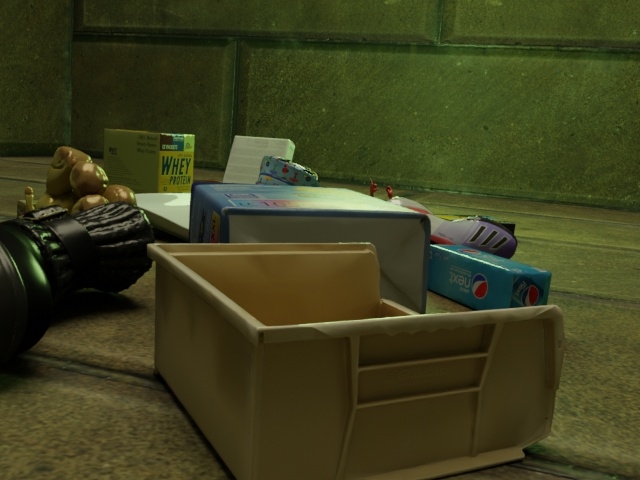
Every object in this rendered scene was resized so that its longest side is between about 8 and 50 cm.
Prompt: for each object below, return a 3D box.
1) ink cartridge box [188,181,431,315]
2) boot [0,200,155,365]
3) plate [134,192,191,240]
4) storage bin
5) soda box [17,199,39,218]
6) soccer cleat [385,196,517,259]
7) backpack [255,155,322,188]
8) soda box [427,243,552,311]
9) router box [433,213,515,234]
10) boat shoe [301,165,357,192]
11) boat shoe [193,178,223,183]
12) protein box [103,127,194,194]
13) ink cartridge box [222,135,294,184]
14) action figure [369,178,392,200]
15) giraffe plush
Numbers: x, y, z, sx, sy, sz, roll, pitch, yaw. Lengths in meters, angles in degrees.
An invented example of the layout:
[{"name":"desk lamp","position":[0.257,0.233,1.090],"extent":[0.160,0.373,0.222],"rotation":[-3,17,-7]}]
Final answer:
[{"name":"ink cartridge box","position":[-0.047,0.000,0.989],"extent":[0.270,0.151,0.395],"rotation":[1,8,-18]},{"name":"boot","position":[-0.287,0.029,0.733],"extent":[0.260,0.131,0.348],"rotation":[-3,11,-40]},{"name":"plate","position":[-0.250,-0.047,1.424],"extent":[0.277,0.045,0.278],"rotation":[19,16,35]},{"name":"storage bin","position":[0.015,0.083,0.560],"extent":[0.260,0.123,0.262],"rotation":[-1,10,-28]},{"name":"soda box","position":[-0.496,-0.047,1.327],"extent":[0.181,0.061,0.058],"rotation":[-3,12,-39]},{"name":"soccer cleat","position":[0.244,0.012,1.257],"extent":[0.318,0.109,0.116],"rotation":[14,43,-27]},{"name":"backpack","position":[-0.072,-0.106,1.484],"extent":[0.158,0.117,0.173],"rotation":[25,-13,16]},{"name":"soda box","position":[0.235,0.058,0.985],"extent":[0.067,0.071,0.210],"rotation":[1,9,-24]},{"name":"router box","position":[0.386,-0.036,1.730],"extent":[0.178,0.046,0.133],"rotation":[1,10,-20]},{"name":"boat shoe","position":[-0.057,-0.153,1.983],"extent":[0.355,0.130,0.132],"rotation":[2,9,-11]},{"name":"boat shoe","position":[-0.340,-0.150,2.018],"extent":[0.207,0.073,0.073],"rotation":[7,11,17]},{"name":"protein box","position":[-0.454,-0.187,1.783],"extent":[0.199,0.201,0.136],"rotation":[9,10,29]},{"name":"ink cartridge box","position":[-0.183,-0.182,1.912],"extent":[0.181,0.225,0.056],"rotation":[8,-11,22]},{"name":"action figure","position":[0.133,-0.104,1.779],"extent":[0.091,0.139,0.280],"rotation":[-1,13,-24]},{"name":"giraffe plush","position":[-0.388,-0.043,1.163],"extent":[0.210,0.181,0.170],"rotation":[-30,-23,31]}]
